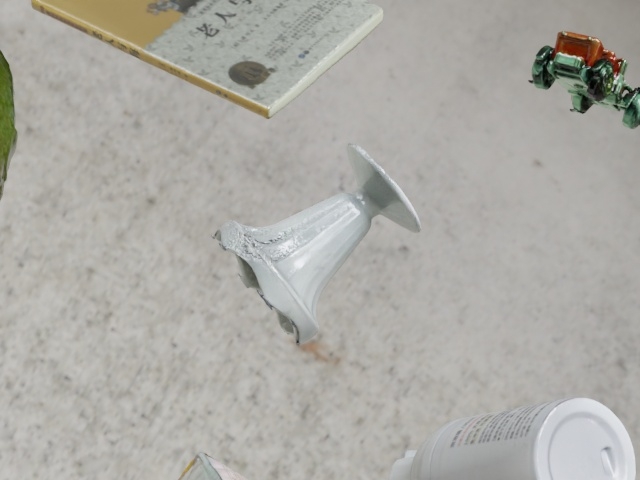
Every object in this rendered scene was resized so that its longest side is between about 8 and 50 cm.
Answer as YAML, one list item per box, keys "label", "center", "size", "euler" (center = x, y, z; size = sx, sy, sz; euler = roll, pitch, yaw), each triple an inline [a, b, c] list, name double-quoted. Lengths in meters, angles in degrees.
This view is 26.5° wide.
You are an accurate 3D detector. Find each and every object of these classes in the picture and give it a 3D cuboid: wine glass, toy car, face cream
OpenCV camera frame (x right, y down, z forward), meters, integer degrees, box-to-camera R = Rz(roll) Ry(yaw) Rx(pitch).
- label: "wine glass"
  center: [0.000, 0.000, 1.519]
  size: [0.196, 0.165, 0.165]
  euler: [-37, 70, -8]
- label: "toy car"
  center: [0.247, -0.143, 1.222]
  size: [0.073, 0.054, 0.143]
  euler: [18, 1, 33]
- label: "face cream"
  center: [0.192, 0.278, 1.596]
  size: [0.145, 0.369, 0.145]
  euler: [9, 71, -28]

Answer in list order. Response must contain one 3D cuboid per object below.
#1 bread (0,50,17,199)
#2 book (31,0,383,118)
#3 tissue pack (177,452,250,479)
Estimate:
- label: "bread"
  center: [-0.350, -0.089, 0.920]
  size: [0.366, 0.129, 0.382]
  euler: [22, 72, 34]
- label: "book"
  center: [-0.147, -0.303, 1.772]
  size: [0.389, 0.032, 0.269]
  euler: [26, 49, 22]
- label: "tissue pack"
  center: [-0.020, 0.294, 1.061]
  size: [0.225, 0.124, 0.185]
  euler: [36, -2, -21]
